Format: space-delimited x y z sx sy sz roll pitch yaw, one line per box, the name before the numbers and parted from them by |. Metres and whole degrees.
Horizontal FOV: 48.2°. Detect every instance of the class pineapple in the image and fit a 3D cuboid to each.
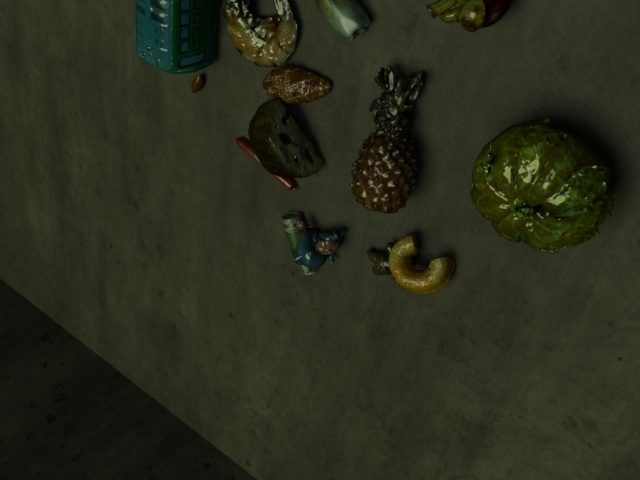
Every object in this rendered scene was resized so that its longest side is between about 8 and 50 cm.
pineapple | 0.179 -0.247 1.764 0.175 0.175 0.361 27 118 24

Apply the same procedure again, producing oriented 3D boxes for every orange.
orange | 0.478 -0.122 1.528 0.301 0.223 0.300 25 147 27

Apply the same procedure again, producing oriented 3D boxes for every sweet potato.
sweet potato | -0.371 -0.472 2.158 0.034 0.034 0.095 50 149 1

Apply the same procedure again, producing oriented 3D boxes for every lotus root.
lotus root | -0.107 -0.266 1.976 0.119 0.138 0.235 -4 126 47

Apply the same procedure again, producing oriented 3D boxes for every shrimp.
shrimp | -0.165 -0.623 1.852 0.233 0.071 0.365 9 126 31

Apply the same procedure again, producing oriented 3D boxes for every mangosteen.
mangosteen | 0.301 -0.505 1.442 0.156 0.181 0.146 46 129 39

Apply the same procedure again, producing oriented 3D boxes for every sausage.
sausage | -0.163 -0.230 2.145 0.253 0.034 0.034 42 137 11

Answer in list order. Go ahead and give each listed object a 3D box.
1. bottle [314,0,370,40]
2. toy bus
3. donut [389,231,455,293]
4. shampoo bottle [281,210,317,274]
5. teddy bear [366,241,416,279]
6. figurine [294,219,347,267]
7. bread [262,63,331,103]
bottle | 0.011 -0.598 1.701 0.270 0.083 0.083 51 138 1
toy bus | -0.398 -0.632 1.950 0.183 0.199 0.344 29 132 24
donut | 0.259 0.069 1.912 0.181 0.078 0.146 36 97 15
shampoo bottle | -0.062 0.014 2.206 0.065 0.065 0.205 5 121 39
teddy bear | 0.190 0.064 2.010 0.160 0.078 0.120 -7 110 44
figurine | -0.004 -0.003 2.127 0.178 0.114 0.145 -33 72 36
bread | -0.078 -0.414 1.914 0.232 0.076 0.105 10 126 34
